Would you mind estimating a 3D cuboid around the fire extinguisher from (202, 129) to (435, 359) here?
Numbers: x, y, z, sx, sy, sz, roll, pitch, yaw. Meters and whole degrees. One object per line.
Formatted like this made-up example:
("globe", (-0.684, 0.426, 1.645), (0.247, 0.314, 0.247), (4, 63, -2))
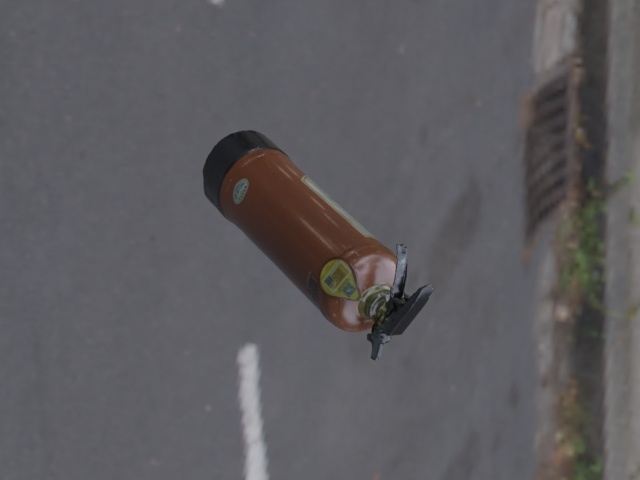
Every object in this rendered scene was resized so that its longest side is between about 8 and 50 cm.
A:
("fire extinguisher", (0.000, 0.000, 0.802), (0.050, 0.177, 0.062), (-3, 120, -35))
